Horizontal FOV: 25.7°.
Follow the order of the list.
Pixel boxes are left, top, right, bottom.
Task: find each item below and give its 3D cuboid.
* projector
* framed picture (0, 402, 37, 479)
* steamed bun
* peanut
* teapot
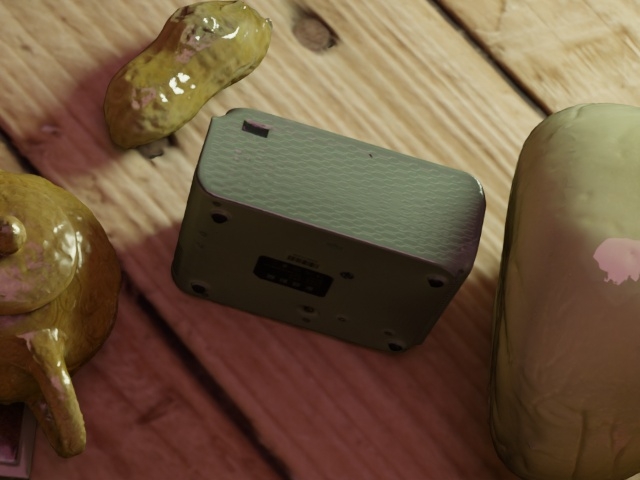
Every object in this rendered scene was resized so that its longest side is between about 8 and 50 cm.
[{"bbox_3d":[0.000,0.000,1.267,0.251,0.198,0.108,16,61,-5],"label":"projector"},{"bbox_3d":[-0.367,0.111,1.222,0.250,0.016,0.184,9,62,-10],"label":"framed picture"},{"bbox_3d":[0.273,0.049,1.236,0.233,0.312,0.333,5,68,4],"label":"steamed bun"},{"bbox_3d":[-0.135,-0.171,1.386,0.099,0.099,0.214,42,67,8],"label":"peanut"},{"bbox_3d":[-0.263,0.036,1.182,0.203,0.167,0.311,-17,70,-22],"label":"teapot"}]
